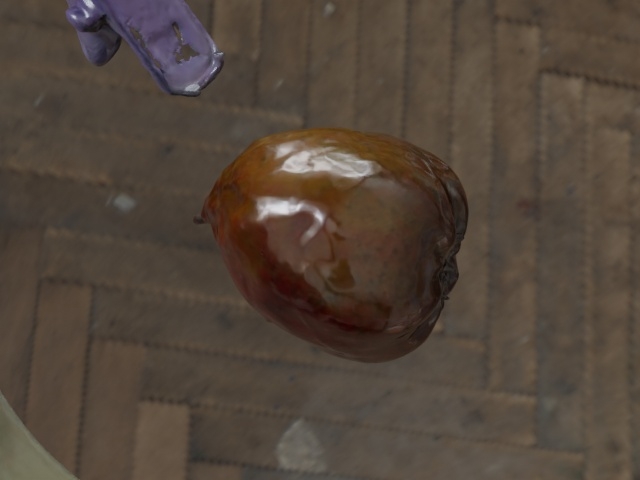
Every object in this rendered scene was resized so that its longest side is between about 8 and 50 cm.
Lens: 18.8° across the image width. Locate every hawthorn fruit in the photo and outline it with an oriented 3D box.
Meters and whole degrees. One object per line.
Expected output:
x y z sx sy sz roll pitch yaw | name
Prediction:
0.000 0.000 1.671 0.248 0.208 0.208 10 68 15 | hawthorn fruit

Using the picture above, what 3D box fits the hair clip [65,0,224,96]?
-0.162 -0.201 1.149 0.137 0.090 0.278 -37 112 -10 | hair clip

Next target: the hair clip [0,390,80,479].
-0.166 0.216 1.193 0.282 0.113 0.172 29 43 9 | hair clip
